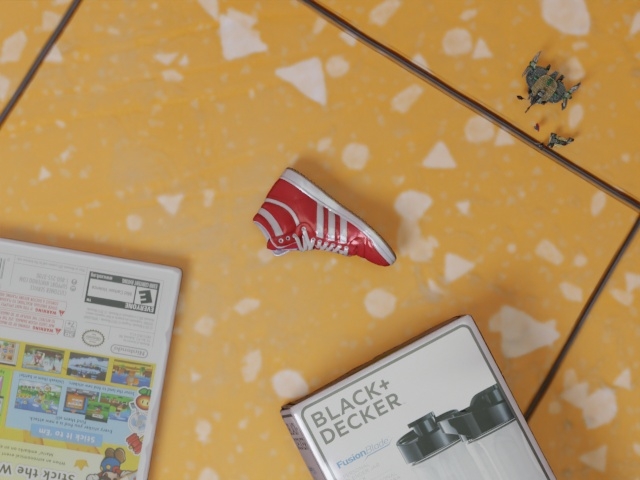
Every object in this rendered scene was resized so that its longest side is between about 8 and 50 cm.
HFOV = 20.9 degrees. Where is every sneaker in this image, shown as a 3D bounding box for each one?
[{"bbox_3d":[0.000,0.000,1.425,0.118,0.042,0.067,37,78,7],"label":"sneaker"}]

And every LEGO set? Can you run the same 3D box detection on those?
[{"bbox_3d":[0.190,-0.118,1.470,0.054,0.023,0.083,6,97,-3],"label":"LEGO set"}]

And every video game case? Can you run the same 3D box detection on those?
[{"bbox_3d":[-0.239,0.105,1.400,0.227,0.026,0.206,10,83,-5],"label":"video game case"}]

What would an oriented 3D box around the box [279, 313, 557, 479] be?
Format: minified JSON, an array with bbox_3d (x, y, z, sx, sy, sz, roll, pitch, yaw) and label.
[{"bbox_3d":[0.106,0.223,1.390,0.169,0.087,0.290,-26,87,-8],"label":"box"}]
